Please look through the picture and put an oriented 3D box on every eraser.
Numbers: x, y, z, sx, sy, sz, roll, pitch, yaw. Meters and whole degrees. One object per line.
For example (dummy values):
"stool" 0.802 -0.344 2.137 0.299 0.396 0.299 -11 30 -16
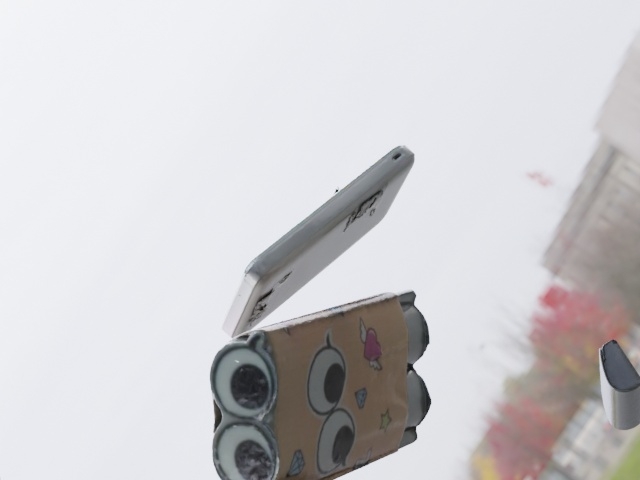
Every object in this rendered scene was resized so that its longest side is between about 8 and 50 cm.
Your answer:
"eraser" 0.006 0.148 1.566 0.290 0.087 0.171 -11 -76 -57

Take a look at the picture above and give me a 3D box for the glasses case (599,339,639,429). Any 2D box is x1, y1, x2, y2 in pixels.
"glasses case" 0.394 0.194 2.071 0.042 0.072 0.190 -23 -25 1

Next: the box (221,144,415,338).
"box" 0.000 0.000 1.784 0.285 0.044 0.142 -39 -16 -36
